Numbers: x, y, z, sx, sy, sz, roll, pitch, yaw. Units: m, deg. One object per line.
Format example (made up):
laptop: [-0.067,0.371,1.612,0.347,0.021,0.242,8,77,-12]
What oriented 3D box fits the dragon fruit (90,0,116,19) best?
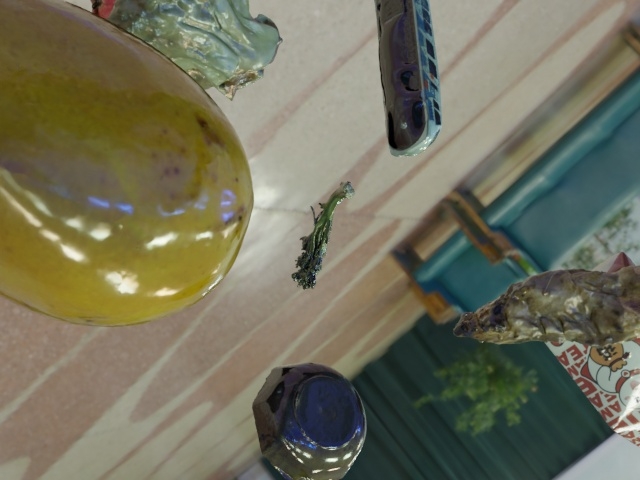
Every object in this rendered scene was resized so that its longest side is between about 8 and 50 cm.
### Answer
dragon fruit: [-0.305,-0.469,1.576,0.226,0.305,0.305,-17,161,-5]

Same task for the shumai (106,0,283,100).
shumai: [-0.179,-0.285,1.328,0.189,0.218,0.256,-60,179,-24]

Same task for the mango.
mango: [-0.270,-0.093,0.847,0.232,0.445,0.300,-49,-160,45]

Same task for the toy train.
toy train: [0.075,-0.153,0.786,0.043,0.207,0.047,-25,140,32]

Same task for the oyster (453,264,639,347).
oyster: [0.352,0.102,1.353,0.345,0.129,0.078,-11,144,29]

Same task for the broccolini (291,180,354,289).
broccolini: [0.002,-0.005,1.462,0.062,0.123,0.271,4,154,-15]

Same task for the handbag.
handbag: [0.501,0.187,1.469,0.171,0.298,0.151,-41,172,30]

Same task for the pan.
pan: [0.004,0.219,0.945,0.128,0.202,0.048,-1,158,-34]
